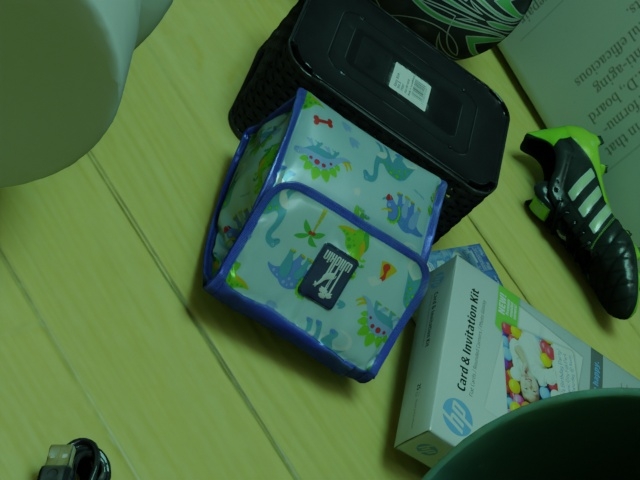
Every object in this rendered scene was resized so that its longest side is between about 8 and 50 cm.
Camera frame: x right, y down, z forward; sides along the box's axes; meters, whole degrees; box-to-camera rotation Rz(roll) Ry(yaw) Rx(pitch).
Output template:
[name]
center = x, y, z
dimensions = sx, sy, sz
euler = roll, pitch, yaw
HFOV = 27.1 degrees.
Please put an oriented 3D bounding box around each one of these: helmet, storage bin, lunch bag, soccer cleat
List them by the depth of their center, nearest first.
[lunch bag]
center = 0.000, 0.000, 0.851
dimensions = 0.129, 0.096, 0.151
euler = 32, 56, -19
[storage bin]
center = 0.039, -0.091, 0.962
dimensions = 0.180, 0.084, 0.122
euler = 33, 41, -13
[helmet]
center = 0.092, -0.223, 1.060
dimensions = 0.169, 0.169, 0.161
euler = 31, 25, -16
[soccer cleat]
center = 0.208, -0.014, 1.072
dimensions = 0.072, 0.060, 0.178
euler = -3, 59, -16

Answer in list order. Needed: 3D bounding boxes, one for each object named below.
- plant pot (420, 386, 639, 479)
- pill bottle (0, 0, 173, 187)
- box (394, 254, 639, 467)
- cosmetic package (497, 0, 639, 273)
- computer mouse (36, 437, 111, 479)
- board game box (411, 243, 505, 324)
[plant pot]
center = 0.201, 0.231, 0.683
dimensions = 0.235, 0.293, 0.293
euler = 16, 46, -52
[pill bottle]
center = -0.180, -0.231, 0.784
dimensions = 0.224, 0.224, 0.392
euler = 26, 43, -22
[box]
center = 0.140, 0.116, 0.888
dimensions = 0.186, 0.038, 0.145
euler = 33, 46, -20
[cosmetic package]
center = 0.401, -0.187, 1.166
dimensions = 0.329, 0.327, 0.393
euler = -10, 65, -45
[computer mouse]
center = -0.062, 0.170, 0.689
dimensions = 0.193, 0.042, 0.106
euler = 19, 41, -20
[board game box]
center = 0.101, 0.048, 0.947
dimensions = 0.090, 0.020, 0.090
euler = -9, 64, -43
